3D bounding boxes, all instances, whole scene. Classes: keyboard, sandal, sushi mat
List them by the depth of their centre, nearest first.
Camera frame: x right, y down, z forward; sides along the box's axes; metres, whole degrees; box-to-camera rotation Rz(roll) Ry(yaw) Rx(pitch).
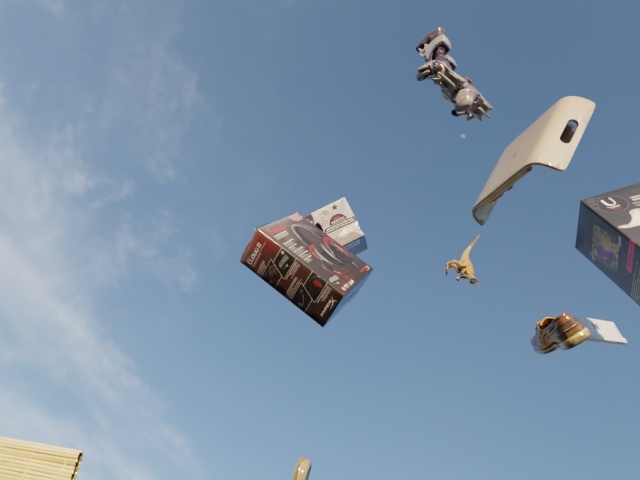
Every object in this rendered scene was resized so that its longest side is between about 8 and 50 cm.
[{"bbox_3d":[-0.017,0.396,0.704,0.048,0.180,0.072,3,-14,4],"label":"sandal"},{"bbox_3d":[-0.590,0.426,0.902,0.316,0.152,0.019,6,-33,9],"label":"sushi mat"},{"bbox_3d":[0.733,0.238,1.353,0.255,0.072,0.014,12,-49,-35],"label":"keyboard"}]

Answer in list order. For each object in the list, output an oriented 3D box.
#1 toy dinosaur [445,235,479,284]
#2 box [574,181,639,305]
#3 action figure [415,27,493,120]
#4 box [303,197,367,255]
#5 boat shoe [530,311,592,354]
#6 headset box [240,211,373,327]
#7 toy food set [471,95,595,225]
[{"bbox_3d":[0.449,0.077,1.597,0.112,0.212,0.064,-3,-50,11],"label":"toy dinosaur"},{"bbox_3d":[0.700,0.012,1.089,0.165,0.270,0.144,-15,-55,-2],"label":"box"},{"bbox_3d":[0.285,-0.352,1.133,0.099,0.285,0.185,-33,-53,24],"label":"action figure"},{"bbox_3d":[0.000,0.000,1.553,0.247,0.163,0.142,-27,-108,1],"label":"box"},{"bbox_3d":[0.432,0.168,0.944,0.060,0.064,0.178,58,-8,15],"label":"boat shoe"},{"bbox_3d":[-0.041,0.054,1.282,0.293,0.218,0.110,37,-65,13],"label":"headset box"},{"bbox_3d":[0.487,-0.171,1.188,0.092,0.220,0.306,35,-25,1],"label":"toy food set"}]
